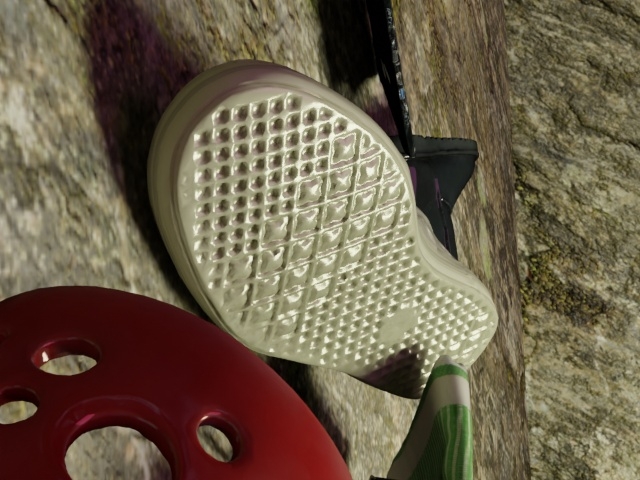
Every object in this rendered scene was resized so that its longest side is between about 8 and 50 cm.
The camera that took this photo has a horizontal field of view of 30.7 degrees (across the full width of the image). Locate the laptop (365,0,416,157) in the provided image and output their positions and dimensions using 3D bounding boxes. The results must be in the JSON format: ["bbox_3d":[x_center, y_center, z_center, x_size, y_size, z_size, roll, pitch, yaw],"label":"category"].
[{"bbox_3d":[0.112,-0.253,1.116,0.234,0.137,0.264,-97,175,-63],"label":"laptop"}]

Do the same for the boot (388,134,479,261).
[{"bbox_3d":[0.113,-0.004,1.241,0.246,0.094,0.207,-8,91,-66],"label":"boot"}]

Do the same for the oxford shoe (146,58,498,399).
[{"bbox_3d":[0.000,0.000,0.844,0.130,0.169,0.449,49,5,32],"label":"oxford shoe"}]

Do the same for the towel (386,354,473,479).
[{"bbox_3d":[0.077,0.280,0.904,0.248,0.038,0.325,102,-5,-57],"label":"towel"}]

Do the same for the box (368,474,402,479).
[{"bbox_3d":[0.027,0.344,0.748,0.295,0.073,0.293,105,-9,-55],"label":"box"}]

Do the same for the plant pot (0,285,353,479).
[{"bbox_3d":[-0.099,0.135,0.376,0.174,0.191,0.191,-49,134,-55],"label":"plant pot"}]
